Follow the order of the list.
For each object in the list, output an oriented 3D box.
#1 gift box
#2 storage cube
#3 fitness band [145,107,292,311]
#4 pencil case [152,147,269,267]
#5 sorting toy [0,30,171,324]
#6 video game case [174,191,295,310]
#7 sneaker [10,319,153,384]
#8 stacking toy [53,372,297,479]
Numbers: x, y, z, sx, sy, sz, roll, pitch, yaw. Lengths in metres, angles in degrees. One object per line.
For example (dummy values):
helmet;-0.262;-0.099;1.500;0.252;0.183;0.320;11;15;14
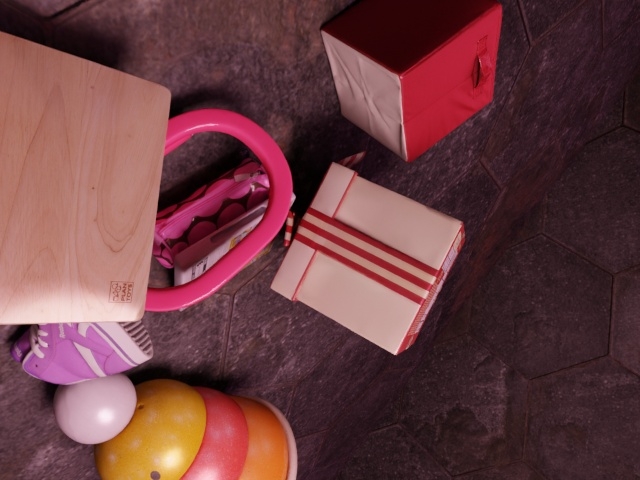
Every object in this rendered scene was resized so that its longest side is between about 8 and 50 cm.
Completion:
gift box;0.091;0.013;0.808;0.276;0.258;0.255;-63;161;-4
storage cube;0.145;-0.280;0.752;0.193;0.215;0.184;-37;147;-10
fitness band;-0.172;-0.041;0.613;0.291;0.209;0.054;-43;-172;-15
pencil case;-0.168;-0.047;0.707;0.209;0.095;0.098;-39;-172;-22
sorting toy;-0.299;-0.055;0.454;0.255;0.089;0.257;7;90;-43
video game case;-0.148;0.020;0.770;0.206;0.026;0.227;-35;170;-28
sneaker;-0.356;0.099;0.617;0.161;0.102;0.282;-20;127;-7
stacking toy;-0.295;0.378;0.864;0.350;0.350;0.480;-45;130;-9
